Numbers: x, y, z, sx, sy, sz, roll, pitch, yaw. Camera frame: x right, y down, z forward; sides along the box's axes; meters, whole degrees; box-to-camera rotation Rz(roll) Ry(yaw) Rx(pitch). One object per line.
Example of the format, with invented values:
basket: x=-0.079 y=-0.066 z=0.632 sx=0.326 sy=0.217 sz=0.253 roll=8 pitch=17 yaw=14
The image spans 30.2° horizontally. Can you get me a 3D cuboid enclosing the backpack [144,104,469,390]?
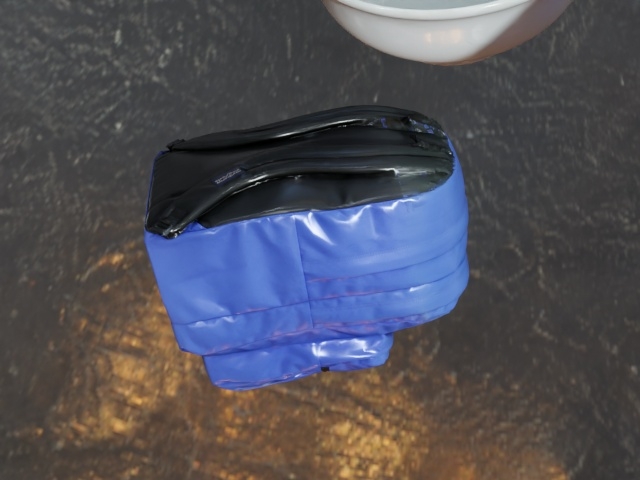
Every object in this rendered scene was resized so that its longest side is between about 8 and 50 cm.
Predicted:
backpack: x=0.000 y=0.000 z=0.476 sx=0.120 sy=0.098 sz=0.101 roll=-13 pitch=122 yaw=2

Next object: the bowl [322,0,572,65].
bowl: x=0.122 y=-0.259 z=1.110 sx=0.298 sy=0.298 sz=0.134 roll=-1 pitch=140 yaw=9
